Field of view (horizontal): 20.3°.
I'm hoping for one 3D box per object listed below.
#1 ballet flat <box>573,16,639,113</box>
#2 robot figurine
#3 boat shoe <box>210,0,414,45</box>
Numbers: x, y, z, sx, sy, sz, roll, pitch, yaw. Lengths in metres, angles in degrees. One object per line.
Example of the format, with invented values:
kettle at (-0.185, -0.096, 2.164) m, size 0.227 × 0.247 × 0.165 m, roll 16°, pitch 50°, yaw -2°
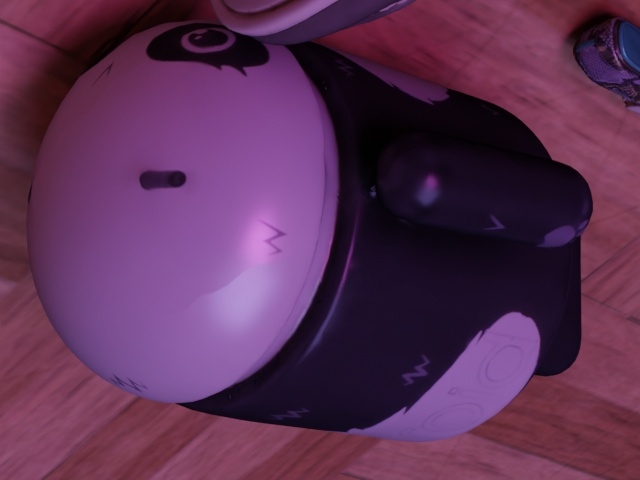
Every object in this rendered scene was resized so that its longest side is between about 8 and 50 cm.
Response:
ballet flat at (0.166, -0.084, 0.918) m, size 0.041 × 0.041 × 0.114 m, roll -41°, pitch 141°, yaw 23°
robot figurine at (0.001, -0.003, 0.810) m, size 0.278 × 0.173 × 0.209 m, roll 13°, pitch 124°, yaw -41°
boat shoe at (0.098, -0.183, 0.679) m, size 0.335 × 0.112 × 0.095 m, roll -44°, pitch 136°, yaw 20°
